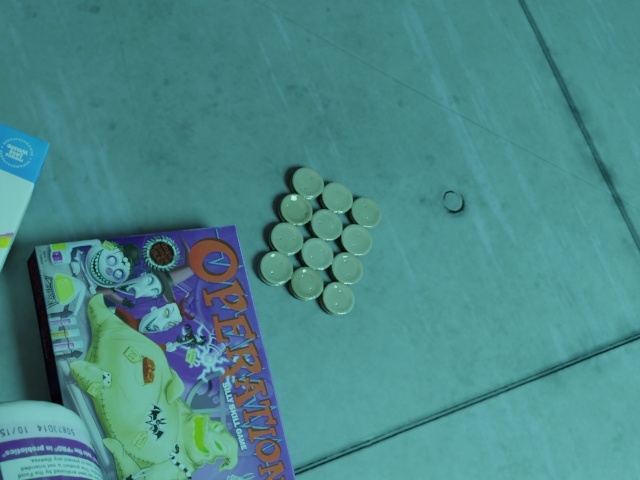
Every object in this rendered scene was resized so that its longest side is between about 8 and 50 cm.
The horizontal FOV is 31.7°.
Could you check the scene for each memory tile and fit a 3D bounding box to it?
[{"bbox_3d":[0.000,0.000,1.210,0.113,0.012,0.148,26,62,-11],"label":"memory tile"}]

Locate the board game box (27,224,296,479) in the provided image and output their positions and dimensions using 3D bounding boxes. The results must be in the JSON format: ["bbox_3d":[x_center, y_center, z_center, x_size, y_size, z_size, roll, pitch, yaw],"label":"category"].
[{"bbox_3d":[-0.143,0.161,1.066,0.208,0.056,0.347,-6,71,-29],"label":"board game box"}]

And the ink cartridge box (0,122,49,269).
[{"bbox_3d":[-0.352,-0.004,1.025,0.134,0.078,0.231,22,63,-13],"label":"ink cartridge box"}]

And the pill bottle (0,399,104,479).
[{"bbox_3d":[-0.224,0.290,0.865,0.169,0.169,0.301,-9,56,-26],"label":"pill bottle"}]
